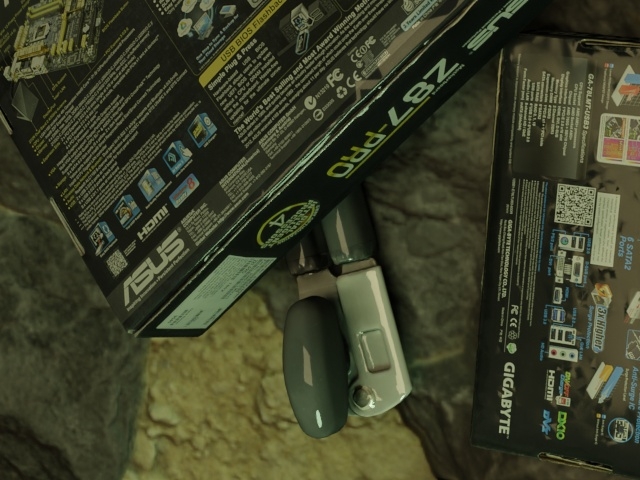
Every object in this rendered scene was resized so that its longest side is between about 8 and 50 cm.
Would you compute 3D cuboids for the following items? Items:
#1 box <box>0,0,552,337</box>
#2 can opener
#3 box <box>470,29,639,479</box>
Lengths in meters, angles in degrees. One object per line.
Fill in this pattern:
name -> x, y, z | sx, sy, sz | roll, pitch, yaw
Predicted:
box -> -0.062, -0.172, 1.127 | 0.395, 0.097, 0.318 | -45, 67, 22
can opener -> 0.000, 0.000, 1.172 | 0.074, 0.093, 0.280 | -14, 87, 27
box -> 0.255, 0.018, 1.061 | 0.293, 0.073, 0.295 | 7, 101, 23
